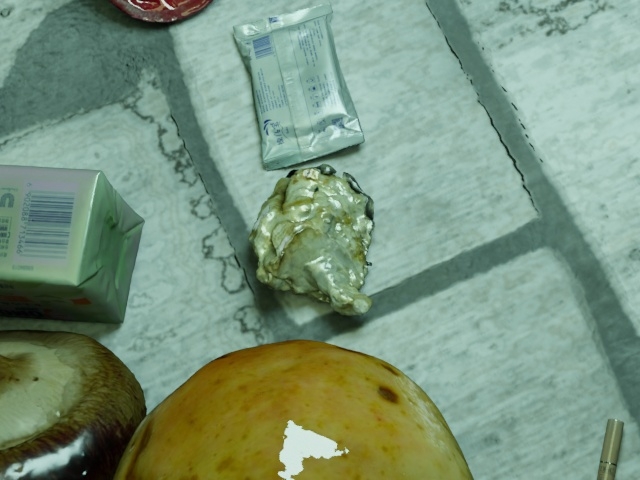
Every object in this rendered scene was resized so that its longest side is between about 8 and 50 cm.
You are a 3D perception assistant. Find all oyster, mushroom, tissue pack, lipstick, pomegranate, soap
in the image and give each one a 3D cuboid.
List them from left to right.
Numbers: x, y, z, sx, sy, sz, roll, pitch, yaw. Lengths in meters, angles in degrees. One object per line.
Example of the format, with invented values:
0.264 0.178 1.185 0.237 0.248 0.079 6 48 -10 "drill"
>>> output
-0.344 0.209 1.379 0.345 0.239 0.345 -10 51 12 "mushroom"
-0.317 0.006 1.491 0.199 0.182 0.138 3 75 9 "soap"
-0.027 -0.183 1.591 0.122 0.026 0.193 -14 71 4 "tissue pack"
-0.005 0.296 1.284 0.410 0.410 0.410 -2 72 7 "pomegranate"
0.000 0.000 1.505 0.163 0.081 0.191 -42 75 -11 "oyster"
0.302 0.234 1.417 0.019 0.019 0.094 10 74 11 "lipstick"

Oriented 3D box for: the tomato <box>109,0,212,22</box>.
-0.188 -0.367 1.641 0.173 0.099 0.189 0 112 -7 "tomato"
